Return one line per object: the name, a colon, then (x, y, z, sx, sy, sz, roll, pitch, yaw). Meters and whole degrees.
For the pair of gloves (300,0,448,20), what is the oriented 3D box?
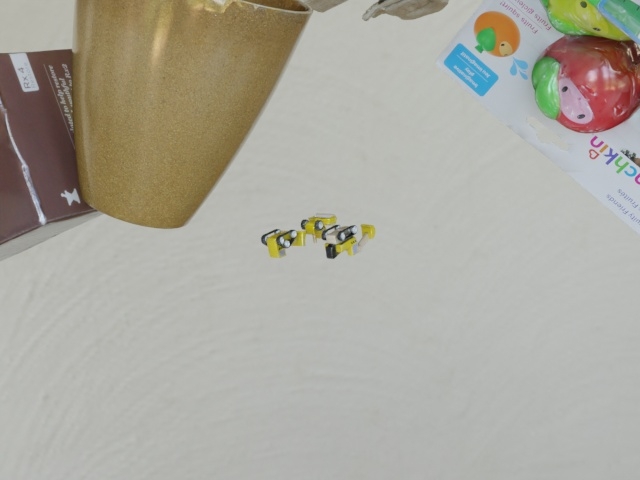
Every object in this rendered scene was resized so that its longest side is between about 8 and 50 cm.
pair of gloves: (0.105, -0.383, 1.765, 0.240, 0.042, 0.204, 3, -16, -44)

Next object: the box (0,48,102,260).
box: (-0.419, -0.065, 1.378, 0.381, 0.191, 0.143, -20, -1, 38)

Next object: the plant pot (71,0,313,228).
plant pot: (-0.156, -0.150, 1.213, 0.237, 0.254, 0.237, 16, 17, -5)

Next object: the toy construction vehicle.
toy construction vehicle: (0.000, 0.000, 1.222, 0.086, 0.035, 0.098, 2, 17, 31)

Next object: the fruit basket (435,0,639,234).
fruit basket: (0.326, -0.189, 1.257, 0.353, 0.327, 0.165, -49, 1, 43)
